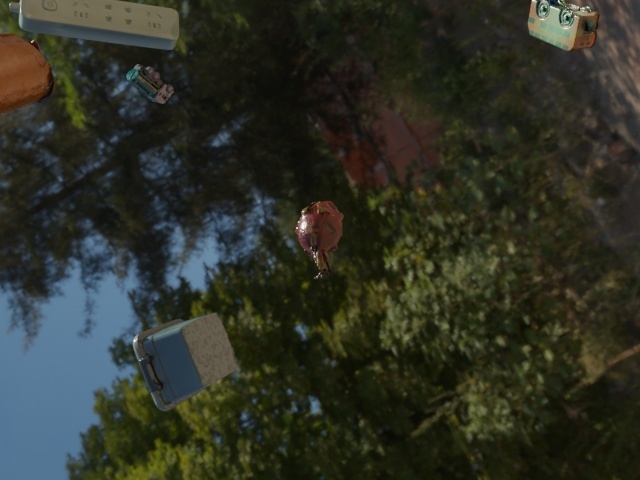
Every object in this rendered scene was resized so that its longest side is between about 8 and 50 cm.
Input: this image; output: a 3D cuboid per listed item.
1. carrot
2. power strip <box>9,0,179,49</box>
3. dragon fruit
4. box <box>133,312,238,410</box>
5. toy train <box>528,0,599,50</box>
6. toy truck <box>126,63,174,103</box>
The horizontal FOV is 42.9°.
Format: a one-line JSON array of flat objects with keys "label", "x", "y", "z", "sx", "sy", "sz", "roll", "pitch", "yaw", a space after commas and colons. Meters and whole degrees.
[{"label": "carrot", "x": -0.617, "y": -0.293, "z": 1.429, "sx": 0.254, "sy": 0.196, "sz": 0.196, "roll": -39, "pitch": -78, "yaw": -49}, {"label": "power strip", "x": -0.528, "y": -0.524, "z": 1.920, "sx": 0.062, "sy": 0.385, "sz": 0.091, "roll": 141, "pitch": 129, "yaw": -62}, {"label": "dragon fruit", "x": 0.000, "y": 0.000, "z": 2.165, "sx": 0.125, "sy": 0.125, "sz": 0.246, "roll": 32, "pitch": -140, "yaw": -39}, {"label": "box", "x": -0.272, "y": 0.237, "z": 1.656, "sx": 0.162, "sy": 0.130, "sz": 0.227, "roll": 68, "pitch": -163, "yaw": 2}, {"label": "toy train", "x": 0.565, "y": -0.504, "z": 1.894, "sx": 0.188, "sy": 0.072, "sz": 0.099, "roll": 46, "pitch": 138, "yaw": 48}, {"label": "toy truck", "x": -0.293, "y": -0.268, "z": 1.399, "sx": 0.039, "sy": 0.044, "sz": 0.083, "roll": 22, "pitch": 167, "yaw": 40}]
